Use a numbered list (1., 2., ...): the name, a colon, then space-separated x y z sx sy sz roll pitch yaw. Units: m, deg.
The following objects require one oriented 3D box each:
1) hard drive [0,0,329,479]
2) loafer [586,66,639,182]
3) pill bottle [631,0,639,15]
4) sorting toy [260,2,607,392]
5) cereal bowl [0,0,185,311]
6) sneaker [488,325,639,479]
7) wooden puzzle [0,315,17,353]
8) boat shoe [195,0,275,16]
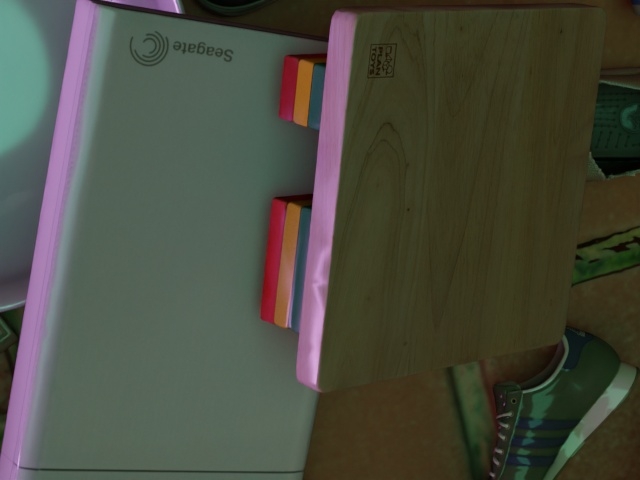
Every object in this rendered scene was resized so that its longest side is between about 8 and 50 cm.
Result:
1. hard drive: -0.089 0.021 1.286 0.233 0.047 0.353 5 100 -32
2. loafer: 0.181 -0.090 1.421 0.269 0.092 0.102 -10 100 -8
3. pill bottle: 0.273 -0.250 1.420 0.078 0.078 0.137 -12 101 -8
4. sorting toy: 0.075 -0.043 1.293 0.255 0.089 0.257 -8 109 -42
5. cereal bowl: -0.266 -0.120 1.312 0.339 0.141 0.339 -2 99 -12
6. sneaker: 0.166 0.151 1.474 0.086 0.064 0.192 41 90 -5
7. wooden puzzle: -0.283 0.069 1.407 0.116 0.014 0.078 -30 107 -4
8. boat shoe: 0.027 -0.259 1.368 0.285 0.092 0.102 -29 102 -4
